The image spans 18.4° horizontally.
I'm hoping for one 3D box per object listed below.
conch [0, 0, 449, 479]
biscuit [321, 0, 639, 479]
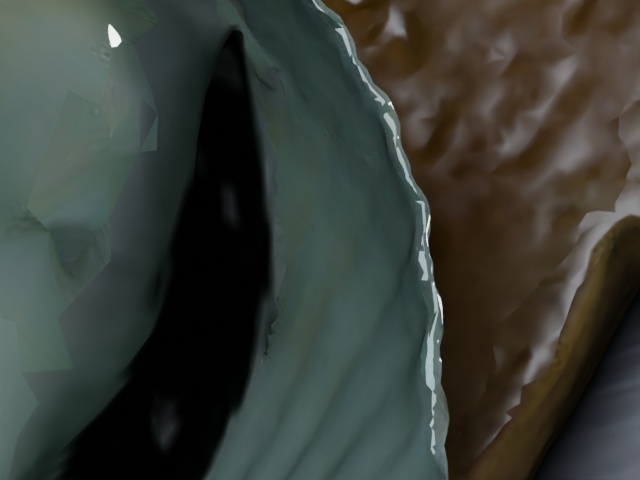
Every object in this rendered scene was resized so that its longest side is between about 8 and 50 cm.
[{"bbox_3d":[-0.134,0.029,0.495,0.319,0.215,0.303,17,85,-3],"label":"conch"},{"bbox_3d":[0.000,0.000,0.602,0.368,0.076,0.394,36,89,29],"label":"biscuit"}]
